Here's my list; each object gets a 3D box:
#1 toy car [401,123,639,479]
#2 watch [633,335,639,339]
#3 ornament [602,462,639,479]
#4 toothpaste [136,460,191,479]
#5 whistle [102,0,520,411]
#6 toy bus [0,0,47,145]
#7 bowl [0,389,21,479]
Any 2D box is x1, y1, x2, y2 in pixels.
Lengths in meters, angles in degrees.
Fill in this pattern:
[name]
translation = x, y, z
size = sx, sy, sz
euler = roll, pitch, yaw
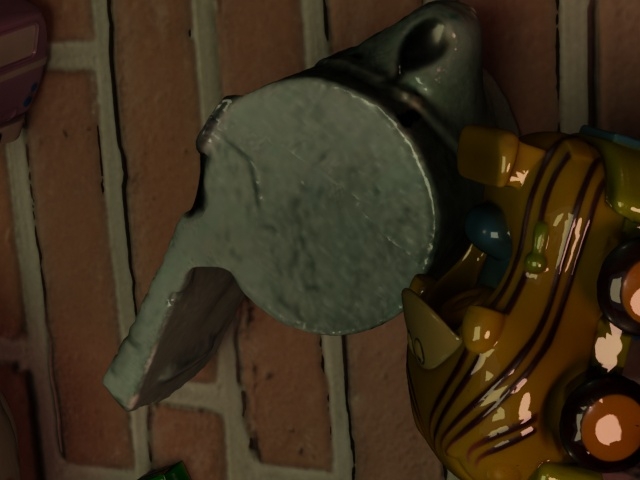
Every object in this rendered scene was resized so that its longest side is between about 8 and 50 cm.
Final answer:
[toy car]
translation = 0.122, 0.043, 1.024
size = 0.142, 0.200, 0.248
euler = 13, 92, -13
[watch]
translation = 0.343, 0.083, 1.030
size = 0.305, 0.241, 0.274
euler = -17, 109, 37
[ornament]
translation = 0.188, 0.261, 1.146
size = 0.225, 0.259, 0.259
euler = 12, 111, 25
[toothpaste]
translation = -0.108, 0.282, 1.441
size = 0.043, 0.037, 0.178
euler = -24, 93, 29
[whistle]
translation = -0.025, -0.019, 1.222
size = 0.405, 0.168, 0.188
euler = -25, 93, 32
[toy bus]
translation = -0.345, -0.165, 1.371
size = 0.202, 0.142, 0.142
euler = 30, 123, 17
[bowl]
translation = -0.380, 0.195, 1.492
size = 0.337, 0.157, 0.337
euler = 10, 110, 27
